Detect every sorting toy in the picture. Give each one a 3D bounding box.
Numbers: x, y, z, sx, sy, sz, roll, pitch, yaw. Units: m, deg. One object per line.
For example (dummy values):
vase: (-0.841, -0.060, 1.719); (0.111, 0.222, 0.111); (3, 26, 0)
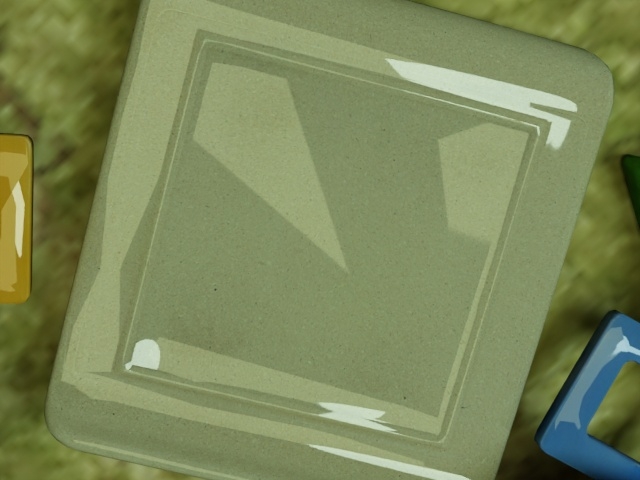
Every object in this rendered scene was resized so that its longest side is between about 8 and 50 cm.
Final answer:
sorting toy: (0.000, 0.000, 0.519); (0.348, 0.047, 0.196); (14, 97, -8)
